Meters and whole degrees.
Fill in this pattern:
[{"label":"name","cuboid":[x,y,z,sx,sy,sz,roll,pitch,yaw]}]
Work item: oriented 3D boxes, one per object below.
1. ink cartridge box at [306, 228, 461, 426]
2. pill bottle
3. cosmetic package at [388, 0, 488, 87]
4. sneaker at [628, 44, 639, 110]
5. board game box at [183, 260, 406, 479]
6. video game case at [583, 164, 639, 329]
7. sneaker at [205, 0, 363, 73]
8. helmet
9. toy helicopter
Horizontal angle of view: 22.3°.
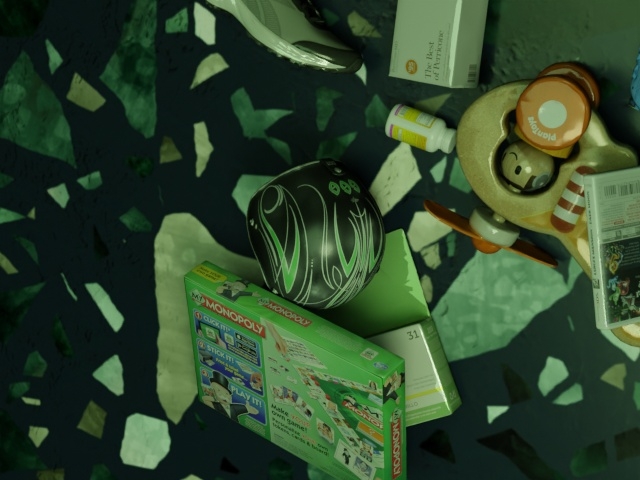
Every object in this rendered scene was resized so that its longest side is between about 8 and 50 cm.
[{"label":"ink cartridge box","cuboid":[0.061,0.123,2.041,0.171,0.056,0.235,-18,93,24]},{"label":"pill bottle","cuboid":[0.124,-0.134,1.979,0.083,0.043,0.043,23,106,18]},{"label":"cosmetic package","cuboid":[0.146,-0.305,1.921,0.099,0.060,0.239,16,105,40]},{"label":"sneaker","cuboid":[0.381,-0.197,1.850,0.082,0.069,0.209,-9,95,27]},{"label":"board game box","cuboid":[-0.032,0.174,2.000,0.317,0.046,0.214,26,135,32]},{"label":"video game case","cuboid":[0.378,0.000,1.828,0.022,0.190,0.173,3,101,56]},{"label":"sneaker","cuboid":[-0.054,-0.297,2.000,0.271,0.100,0.108,39,105,13]},{"label":"helmet","cuboid":[0.000,0.000,1.982,0.169,0.169,0.162,-29,72,24]},{"label":"toy helicopter","cuboid":[0.282,-0.019,1.887,0.235,0.140,0.355,-34,93,20]}]
